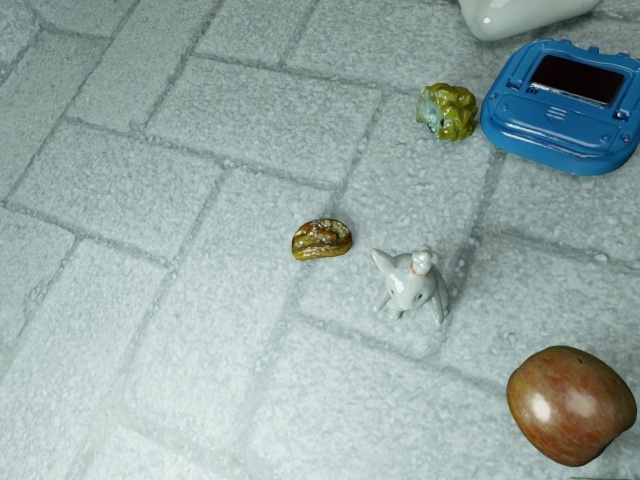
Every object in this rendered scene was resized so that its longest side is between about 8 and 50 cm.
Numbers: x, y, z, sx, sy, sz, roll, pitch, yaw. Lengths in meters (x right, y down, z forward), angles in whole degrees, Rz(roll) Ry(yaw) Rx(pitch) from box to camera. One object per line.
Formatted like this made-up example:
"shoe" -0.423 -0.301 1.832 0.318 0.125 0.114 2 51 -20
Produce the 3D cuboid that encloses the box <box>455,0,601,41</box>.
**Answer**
"box" 0.529 -0.672 1.246 0.350 0.141 0.288 -15 63 7

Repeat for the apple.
"apple" 0.421 0.277 0.824 0.188 0.188 0.173 -35 53 -3

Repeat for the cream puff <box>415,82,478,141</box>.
"cream puff" 0.308 -0.308 1.144 0.156 0.121 0.156 12 30 -7

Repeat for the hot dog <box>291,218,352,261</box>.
"hot dog" 0.001 0.002 1.122 0.147 0.065 0.099 -8 55 13

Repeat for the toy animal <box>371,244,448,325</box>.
"toy animal" 0.171 0.090 0.931 0.141 0.282 0.138 3 82 18

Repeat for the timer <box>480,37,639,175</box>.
"timer" 0.560 -0.315 1.096 0.340 0.115 0.308 27 72 24

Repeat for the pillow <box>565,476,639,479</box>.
"pillow" 0.549 0.522 0.744 0.275 0.076 0.280 -5 60 10
